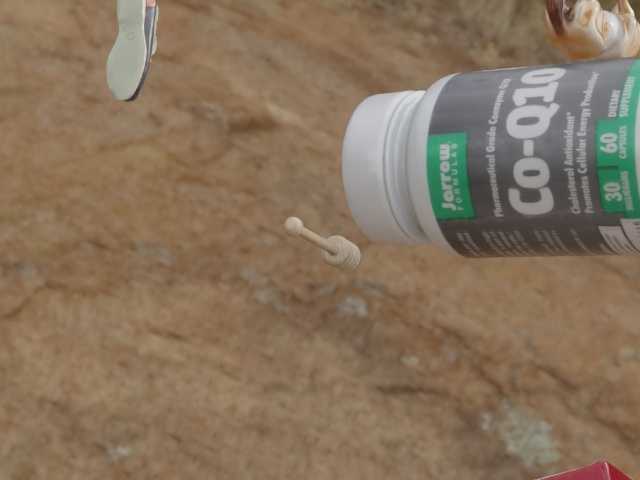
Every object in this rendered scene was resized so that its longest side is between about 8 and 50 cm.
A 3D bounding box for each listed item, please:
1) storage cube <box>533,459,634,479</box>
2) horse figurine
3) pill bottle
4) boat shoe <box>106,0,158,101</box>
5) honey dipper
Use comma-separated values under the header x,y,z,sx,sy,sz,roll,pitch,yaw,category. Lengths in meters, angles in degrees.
x,y,z,sx,sy,sz,roll,pitch,yaw,category
0.218,0.325,1.335,0.215,0.183,0.193,36,39,-56,storage cube
0.313,-0.259,1.690,0.066,0.174,0.263,-7,-10,40,horse figurine
0.218,-0.082,1.578,0.361,0.204,0.204,-2,12,33,pill bottle
-0.201,-0.211,1.623,0.049,0.137,0.043,-6,-20,21,boat shoe
0.000,0.000,1.403,0.030,0.030,0.160,38,2,23,honey dipper
